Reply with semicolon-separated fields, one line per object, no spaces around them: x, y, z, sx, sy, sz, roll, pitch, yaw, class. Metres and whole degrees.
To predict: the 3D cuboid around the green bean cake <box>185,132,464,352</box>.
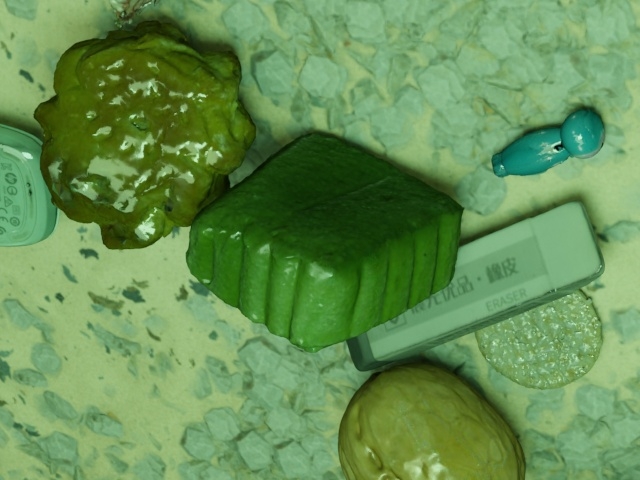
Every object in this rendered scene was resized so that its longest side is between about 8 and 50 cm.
0.000;0.000;1.711;0.222;0.248;0.125;30;127;31;green bean cake

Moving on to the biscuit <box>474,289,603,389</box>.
0.236;0.097;1.817;0.152;0.020;0.152;12;119;21;biscuit

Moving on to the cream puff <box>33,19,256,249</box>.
-0.183;-0.113;1.779;0.244;0.196;0.244;10;121;17;cream puff

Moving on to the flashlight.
0.232;-0.097;1.697;0.129;0.051;0.051;-17;109;36;flashlight

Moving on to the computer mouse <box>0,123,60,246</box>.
-0.441;-0.080;1.975;0.288;0.097;0.160;4;118;9;computer mouse

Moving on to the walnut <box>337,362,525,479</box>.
0.119;0.239;1.849;0.222;0.195;0.195;53;127;15;walnut

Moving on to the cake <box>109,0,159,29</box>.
-0.134;-0.328;1.692;0.135;0.098;0.287;29;122;3;cake

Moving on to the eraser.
0.154;0.054;1.791;0.352;0.061;0.089;-25;77;32;eraser
